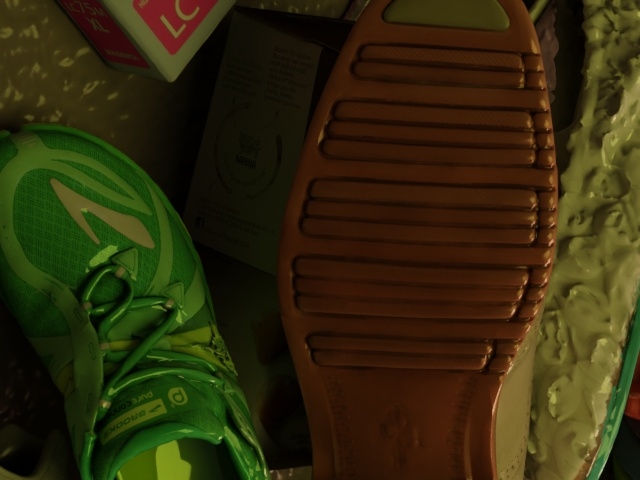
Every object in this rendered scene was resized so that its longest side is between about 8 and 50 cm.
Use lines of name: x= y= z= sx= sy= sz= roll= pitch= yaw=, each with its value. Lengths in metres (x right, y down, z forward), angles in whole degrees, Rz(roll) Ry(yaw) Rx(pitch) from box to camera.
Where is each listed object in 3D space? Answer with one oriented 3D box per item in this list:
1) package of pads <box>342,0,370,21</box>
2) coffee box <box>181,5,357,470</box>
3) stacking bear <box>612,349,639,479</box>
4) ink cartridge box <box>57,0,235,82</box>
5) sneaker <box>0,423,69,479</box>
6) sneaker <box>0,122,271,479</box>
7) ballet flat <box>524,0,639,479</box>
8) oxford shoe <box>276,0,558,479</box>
package of pads: x=0.046 y=-0.119 z=1.168 sx=0.083 sy=0.032 sz=0.050 roll=40 pitch=78 yaw=-43
coffee box: x=0.000 y=0.000 z=1.090 sx=0.141 sy=0.098 sz=0.246 roll=-1 pitch=111 yaw=-45
stacking bear: x=0.296 y=0.198 z=1.432 sx=0.164 sy=0.175 sz=0.289 roll=-66 pitch=159 yaw=-56
ink cartridge box: x=-0.117 y=-0.249 z=0.949 sx=0.186 sy=0.065 sz=0.311 roll=-54 pitch=132 yaw=-19
sneaker: x=-0.230 y=0.146 z=0.945 sx=0.262 sy=0.099 sz=0.121 roll=-1 pitch=96 yaw=-52
sneaker: x=-0.088 y=0.070 z=0.973 sx=0.109 sy=0.123 sz=0.295 roll=-26 pitch=93 yaw=-9
ballet flat: x=0.151 y=-0.036 z=1.192 sx=0.147 sy=0.147 sz=0.409 roll=45 pitch=53 yaw=-43
oxford shoe: x=0.055 y=0.044 z=1.027 sx=0.146 sy=0.140 sz=0.397 roll=-47 pitch=145 yaw=-72
